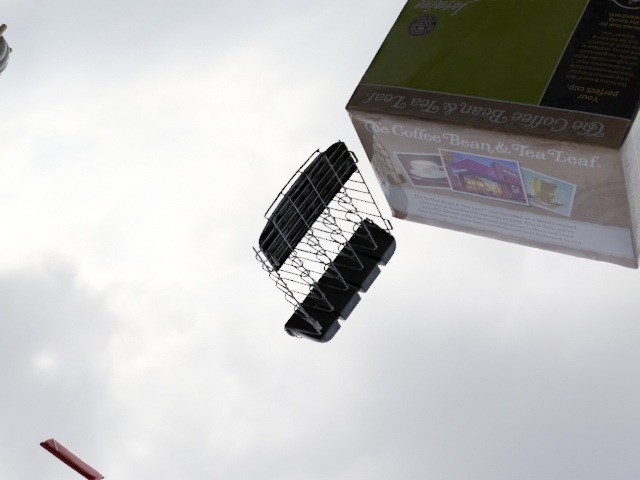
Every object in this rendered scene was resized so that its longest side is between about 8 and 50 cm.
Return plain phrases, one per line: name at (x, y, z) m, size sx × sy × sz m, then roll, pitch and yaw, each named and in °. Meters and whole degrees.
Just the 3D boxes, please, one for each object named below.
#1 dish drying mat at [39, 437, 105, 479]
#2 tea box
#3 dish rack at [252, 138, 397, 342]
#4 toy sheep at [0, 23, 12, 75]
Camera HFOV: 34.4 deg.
dish drying mat at (-0.300, 0.266, 1.252) m, size 0.083 × 0.008 × 0.032 m, roll 31°, pitch -175°, yaw 15°
tea box at (0.261, -0.180, 1.237) m, size 0.329 × 0.220 × 0.323 m, roll 14°, pitch -120°, yaw 31°
dish rack at (0.000, 0.000, 1.380) m, size 0.074 × 0.271 × 0.208 m, roll 22°, pitch -114°, yaw 36°
toy sheep at (-0.515, -0.285, 1.576) m, size 0.091 × 0.132 × 0.091 m, roll 2°, pitch -118°, yaw -3°
